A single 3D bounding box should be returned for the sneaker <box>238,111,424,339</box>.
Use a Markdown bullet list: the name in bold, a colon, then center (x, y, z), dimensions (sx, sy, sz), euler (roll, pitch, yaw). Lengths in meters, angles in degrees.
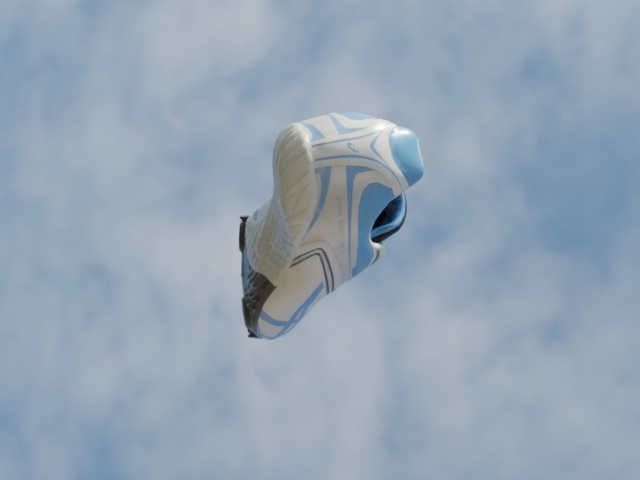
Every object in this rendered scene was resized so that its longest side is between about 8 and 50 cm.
- **sneaker**: center (0.000, 0.000, 0.970), dimensions (0.237, 0.086, 0.085), euler (119, -31, -65)
